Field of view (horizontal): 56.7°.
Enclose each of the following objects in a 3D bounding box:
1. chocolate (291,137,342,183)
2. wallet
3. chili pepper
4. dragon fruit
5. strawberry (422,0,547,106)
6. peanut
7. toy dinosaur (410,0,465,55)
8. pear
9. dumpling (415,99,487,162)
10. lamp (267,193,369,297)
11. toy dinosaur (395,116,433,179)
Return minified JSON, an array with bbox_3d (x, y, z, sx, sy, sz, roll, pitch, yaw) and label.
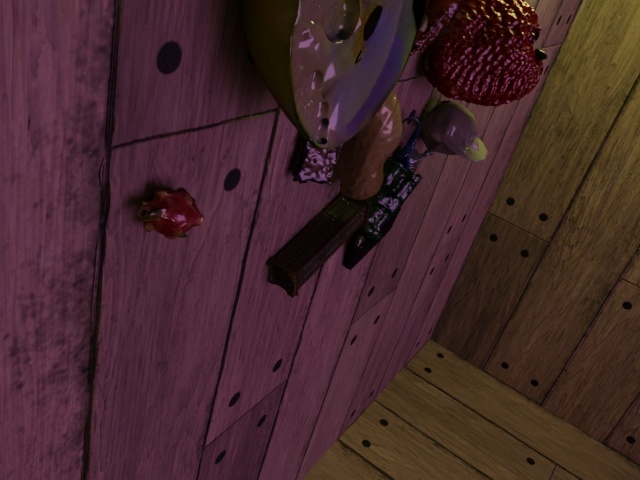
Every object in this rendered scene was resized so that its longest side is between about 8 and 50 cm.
[{"bbox_3d":[0.020,-0.273,1.250,0.102,0.065,0.329,5,118,-31],"label":"chocolate"},{"bbox_3d":[0.167,-0.019,1.880,0.250,0.044,0.149,-43,166,-31],"label":"wallet"},{"bbox_3d":[0.170,-0.100,1.723,0.136,0.099,0.270,36,88,-43],"label":"chili pepper"},{"bbox_3d":[-0.244,-0.046,0.951,0.086,0.081,0.116,-51,159,6],"label":"dragon fruit"},{"bbox_3d":[0.435,-0.521,1.641,0.351,0.267,0.312,-16,110,-20],"label":"strawberry"},{"bbox_3d":[0.119,-0.233,1.408,0.147,0.147,0.319,-38,145,-43],"label":"peanut"},{"bbox_3d":[0.337,-0.633,1.443,0.432,0.097,0.208,-53,172,-7],"label":"toy dinosaur"},{"bbox_3d":[0.008,-0.365,0.979,0.399,0.165,0.399,-46,154,-31],"label":"pear"},{"bbox_3d":[0.424,-0.345,1.845,0.293,0.204,0.164,-11,116,-51],"label":"dumpling"},{"bbox_3d":[0.000,0.000,1.514,0.325,0.089,0.090,-44,154,-33],"label":"lamp"},{"bbox_3d":[0.264,-0.233,1.804,0.147,0.076,0.363,-27,148,-34],"label":"toy dinosaur"}]
